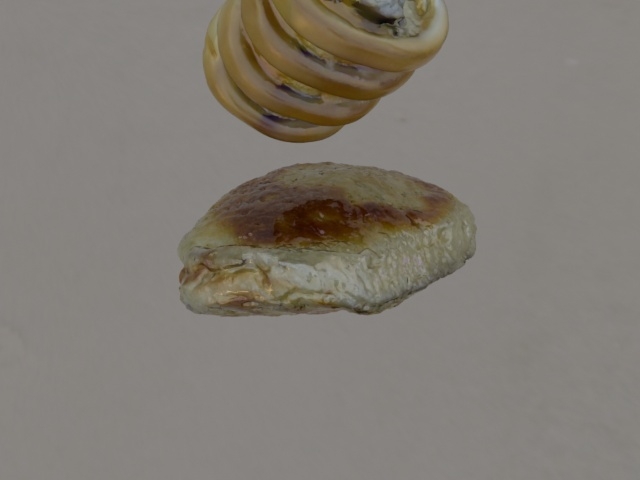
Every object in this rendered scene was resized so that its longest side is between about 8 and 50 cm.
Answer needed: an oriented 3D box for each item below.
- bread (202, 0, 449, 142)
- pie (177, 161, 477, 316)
[{"bbox_3d":[-0.001,-0.122,1.144,0.119,0.177,0.084,21,56,-20],"label":"bread"},{"bbox_3d":[0.000,0.000,1.242,0.205,0.179,0.084,-28,112,-43],"label":"pie"}]
